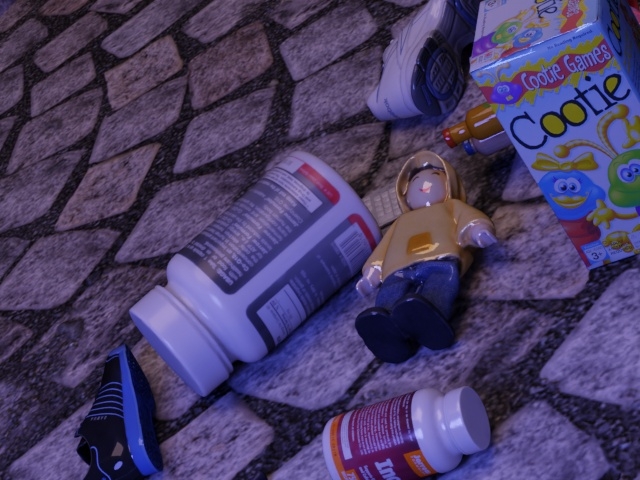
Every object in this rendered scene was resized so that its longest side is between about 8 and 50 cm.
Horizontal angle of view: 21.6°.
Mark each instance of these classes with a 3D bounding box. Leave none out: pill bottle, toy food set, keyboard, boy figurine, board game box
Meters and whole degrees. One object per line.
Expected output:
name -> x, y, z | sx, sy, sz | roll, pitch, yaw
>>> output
pill bottle -> 0.085, 0.195, 1.647 | 0.152, 0.086, 0.086 | -21, 32, 25
toy food set -> 0.210, -0.176, 2.048 | 0.104, 0.111, 0.232 | -24, 33, 18
pill bottle -> -0.078, 0.040, 1.975 | 0.283, 0.161, 0.161 | -41, 29, -13
keyboard -> 0.000, 0.000, 2.107 | 0.256, 0.014, 0.072 | -28, 29, 13
boy figurine -> 0.124, 0.007, 1.890 | 0.177, 0.092, 0.285 | -20, 35, 31
board game box -> 0.283, -0.130, 1.733 | 0.142, 0.275, 0.144 | -20, 31, 25

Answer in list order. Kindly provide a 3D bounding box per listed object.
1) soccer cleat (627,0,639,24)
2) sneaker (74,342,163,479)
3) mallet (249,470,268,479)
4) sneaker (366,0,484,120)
soccer cleat -> 0.360, -0.218, 1.968 | 0.116, 0.108, 0.318 | -28, 27, 5
sneaker -> -0.247, 0.209, 1.980 | 0.090, 0.081, 0.232 | -25, 31, 4
mallet -> -0.124, 0.301, 1.733 | 0.039, 0.062, 0.189 | 5, 47, 48
sneaker -> 0.147, -0.275, 2.278 | 0.129, 0.111, 0.297 | -15, 33, 43
